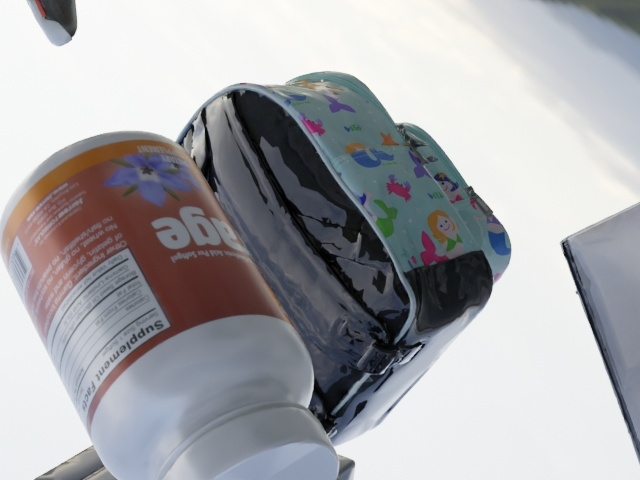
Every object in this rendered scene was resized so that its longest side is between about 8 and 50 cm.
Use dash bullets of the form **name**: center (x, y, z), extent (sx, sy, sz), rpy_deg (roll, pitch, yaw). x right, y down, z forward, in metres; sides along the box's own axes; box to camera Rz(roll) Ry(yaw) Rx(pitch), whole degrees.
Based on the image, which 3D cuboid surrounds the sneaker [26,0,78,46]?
- **sneaker**: center (-0.157, -0.195, 1.074), extent (0.061, 0.065, 0.158), rpy_deg (152, 105, -85)

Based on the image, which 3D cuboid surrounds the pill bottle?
- **pill bottle**: center (-0.078, 0.053, 0.952), extent (0.121, 0.121, 0.216), rpy_deg (19, -149, -50)

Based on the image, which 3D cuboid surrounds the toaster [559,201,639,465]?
- **toaster**: center (0.214, 0.055, 0.787), extent (0.168, 0.110, 0.185), rpy_deg (-5, -111, -34)

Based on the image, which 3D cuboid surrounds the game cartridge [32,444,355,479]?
- **game cartridge**: center (-0.125, 0.255, 1.787), extent (0.230, 0.068, 0.355), rpy_deg (23, -162, 17)

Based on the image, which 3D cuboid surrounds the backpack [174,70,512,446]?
- **backpack**: center (0.000, 0.000, 1.356), extent (0.191, 0.225, 0.253), rpy_deg (-21, -115, -46)
